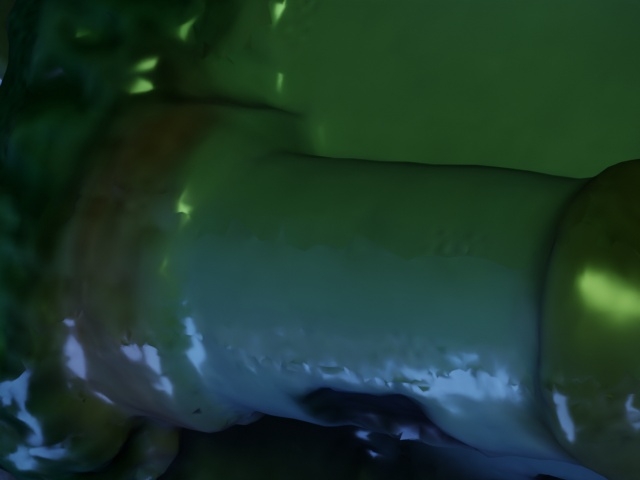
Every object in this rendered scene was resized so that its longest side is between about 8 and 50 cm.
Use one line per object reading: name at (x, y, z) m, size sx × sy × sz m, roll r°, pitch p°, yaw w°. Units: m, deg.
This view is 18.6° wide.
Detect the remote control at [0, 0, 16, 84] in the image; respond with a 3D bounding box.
remote control at (0.000, 0.000, 0.603) m, size 0.038 × 0.123 × 0.285 m, roll -6°, pitch 132°, yaw 47°

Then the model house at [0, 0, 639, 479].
model house at (0.121, 0.009, 0.435) m, size 0.325 × 0.194 × 0.267 m, roll 6°, pitch 165°, yaw 41°
